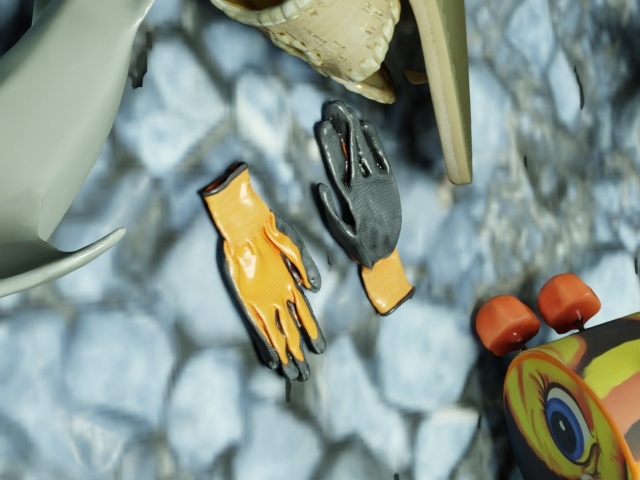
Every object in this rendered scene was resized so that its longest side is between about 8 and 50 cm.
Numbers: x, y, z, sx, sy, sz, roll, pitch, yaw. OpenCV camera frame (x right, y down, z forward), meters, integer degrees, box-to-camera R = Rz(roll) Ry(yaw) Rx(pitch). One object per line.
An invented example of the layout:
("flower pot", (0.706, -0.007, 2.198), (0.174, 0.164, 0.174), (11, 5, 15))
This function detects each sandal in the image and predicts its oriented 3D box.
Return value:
("sandal", (-0.001, -0.096, 0.516), (0.240, 0.079, 0.088), (75, 13, -60))

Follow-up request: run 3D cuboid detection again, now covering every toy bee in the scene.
("toy bee", (0.119, 0.088, 0.599), (0.195, 0.162, 0.298), (4, 117, -31))

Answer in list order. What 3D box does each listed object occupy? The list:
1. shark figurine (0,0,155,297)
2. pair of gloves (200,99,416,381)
("shark figurine", (-0.077, -0.028, 0.413), (0.278, 0.116, 0.166), (-49, 124, -33))
("pair of gloves", (0.000, 0.000, 0.563), (0.083, 0.010, 0.074), (-36, 114, -42))
